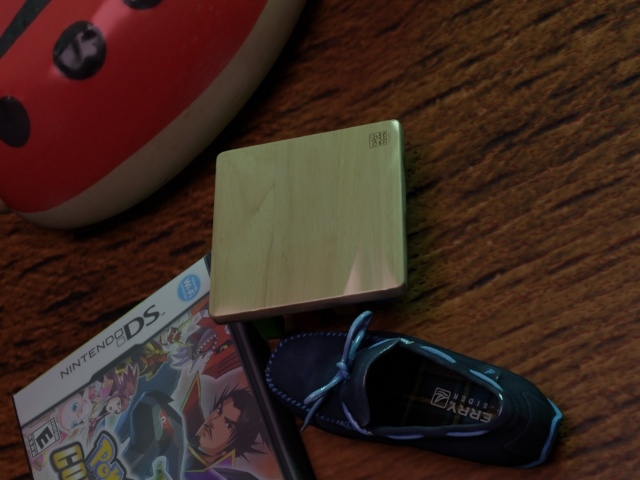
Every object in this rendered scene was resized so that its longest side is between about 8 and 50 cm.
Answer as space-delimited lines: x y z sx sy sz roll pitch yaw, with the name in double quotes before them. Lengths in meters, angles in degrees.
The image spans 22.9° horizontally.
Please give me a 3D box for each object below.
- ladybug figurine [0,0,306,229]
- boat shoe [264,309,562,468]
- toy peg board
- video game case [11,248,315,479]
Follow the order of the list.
"ladybug figurine" -0.186 -0.210 1.466 0.449 0.162 0.305 -54 50 4
"boat shoe" 0.057 0.102 1.194 0.258 0.089 0.109 2 71 37
"toy peg board" 0.000 0.000 1.298 0.161 0.079 0.161 -10 56 15
"video game case" -0.137 0.181 1.334 0.248 0.035 0.275 -35 53 18
